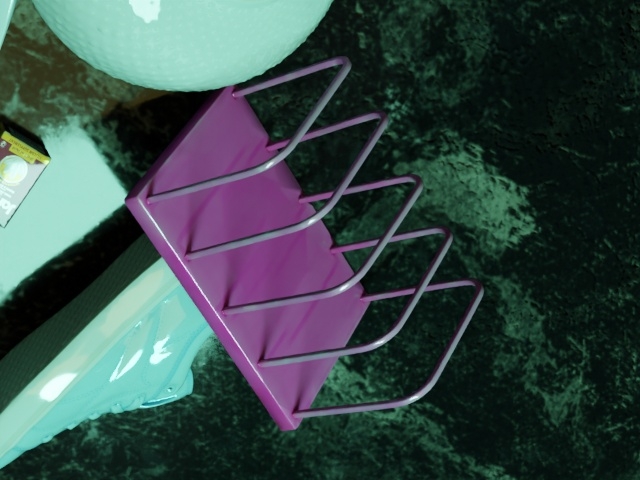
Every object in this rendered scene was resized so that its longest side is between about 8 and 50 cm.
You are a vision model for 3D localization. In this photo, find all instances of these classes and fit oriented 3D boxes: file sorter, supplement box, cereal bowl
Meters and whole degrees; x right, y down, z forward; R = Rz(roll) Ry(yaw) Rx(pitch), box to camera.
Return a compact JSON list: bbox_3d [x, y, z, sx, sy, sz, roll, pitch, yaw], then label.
[{"bbox_3d":[0.000,0.000,1.407,0.290,0.182,0.202,58,41,-24],"label":"file sorter"},{"bbox_3d":[-0.305,-0.063,1.417,0.055,0.043,0.083,32,97,-25],"label":"supplement box"},{"bbox_3d":[-0.097,-0.294,1.298,0.339,0.141,0.338,-10,108,-34],"label":"cereal bowl"}]

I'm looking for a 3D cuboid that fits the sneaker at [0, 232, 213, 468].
[{"bbox_3d":[-0.203,0.131,1.462,0.366,0.135,0.150,-41,110,0],"label":"sneaker"}]

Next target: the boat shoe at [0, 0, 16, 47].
[{"bbox_3d":[-0.303,-0.318,1.302,0.102,0.108,0.301,7,106,-14],"label":"boat shoe"}]
